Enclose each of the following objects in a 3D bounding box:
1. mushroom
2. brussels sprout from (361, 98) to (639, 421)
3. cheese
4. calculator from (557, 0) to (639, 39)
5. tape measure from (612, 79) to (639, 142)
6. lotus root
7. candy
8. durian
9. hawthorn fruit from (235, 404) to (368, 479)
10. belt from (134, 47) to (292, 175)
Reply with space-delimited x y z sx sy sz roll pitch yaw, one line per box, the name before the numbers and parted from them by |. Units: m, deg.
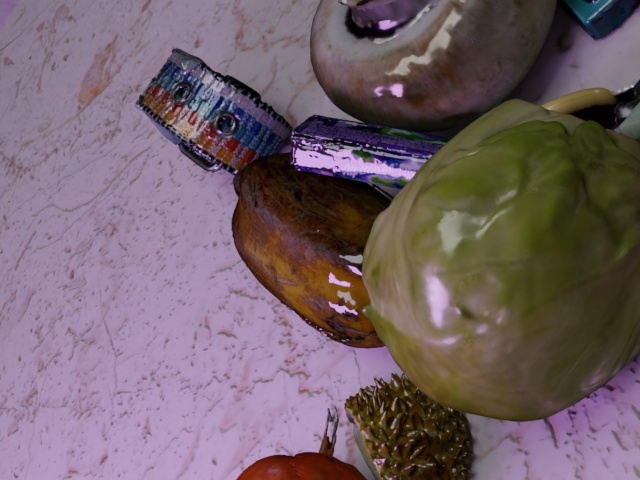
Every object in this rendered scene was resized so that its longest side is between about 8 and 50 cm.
mushroom | 0.137 -0.302 1.265 0.352 0.260 0.352 -18 63 38
brussels sprout | 0.195 0.025 0.975 0.247 0.328 0.328 33 92 50
cheese | 0.327 -0.157 1.135 0.163 0.086 0.036 -23 57 16
calculator | 0.385 -0.412 1.240 0.274 0.058 0.248 -42 43 20
tape measure | 0.411 -0.090 0.933 0.115 0.207 0.235 -51 2 -1
lotus root | 0.000 0.000 1.276 0.397 0.179 0.195 41 110 47
candy | 0.119 -0.096 1.194 0.313 0.088 0.061 13 118 19
durian | 0.097 0.239 1.124 0.252 0.145 0.139 56 146 40
hawthorn fruit | -0.020 0.328 1.097 0.211 0.211 0.299 -7 51 43
belt | -0.173 -0.195 1.550 0.257 0.207 0.150 35 91 41
